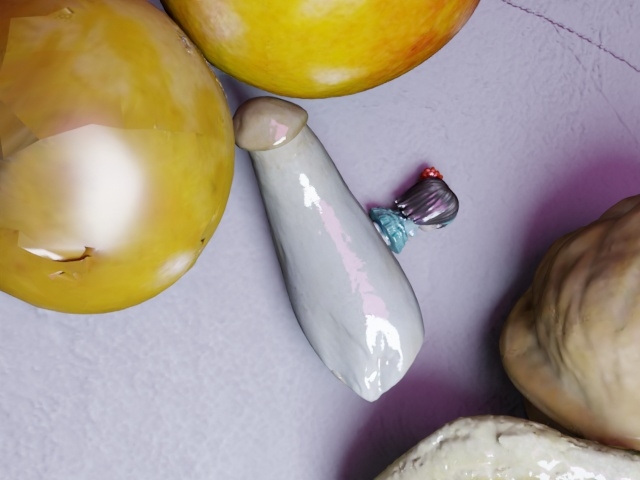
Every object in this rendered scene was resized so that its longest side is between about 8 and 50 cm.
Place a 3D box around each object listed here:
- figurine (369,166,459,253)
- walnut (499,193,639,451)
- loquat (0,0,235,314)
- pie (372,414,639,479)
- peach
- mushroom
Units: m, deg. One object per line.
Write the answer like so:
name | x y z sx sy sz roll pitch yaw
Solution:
figurine | 0.082 -0.025 0.760 0.106 0.047 0.060 -31 62 -10
walnut | 0.308 0.102 0.716 0.285 0.285 0.296 -13 125 -19
loquat | -0.174 -0.066 0.574 0.235 0.235 0.235 1 88 -19
pie | 0.175 0.285 0.668 0.339 0.339 0.077 36 34 -14
peach | 0.005 -0.258 0.596 0.308 0.332 0.307 0 90 -9
mushroom | 0.000 0.000 0.686 0.103 0.118 0.270 -29 102 -3
